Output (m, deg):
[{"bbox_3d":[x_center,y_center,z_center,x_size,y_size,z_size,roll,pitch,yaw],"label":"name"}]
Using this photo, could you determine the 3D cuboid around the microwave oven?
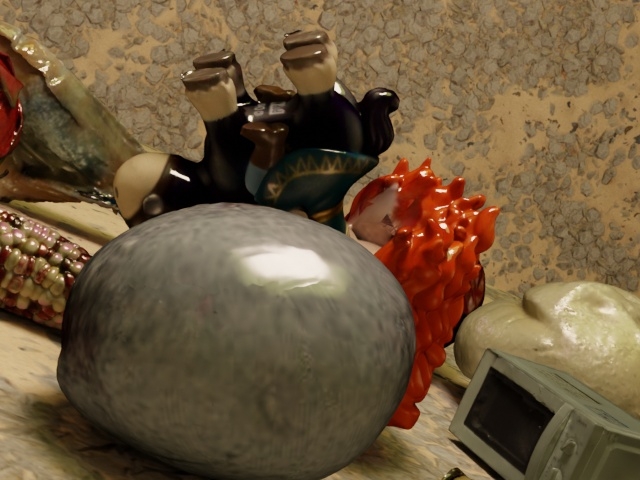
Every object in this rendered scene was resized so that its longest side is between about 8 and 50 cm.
[{"bbox_3d":[0.272,0.230,1.195,0.162,0.122,0.208,21,8,-30],"label":"microwave oven"}]

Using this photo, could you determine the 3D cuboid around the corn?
[{"bbox_3d":[-0.248,0.046,1.006,0.281,0.092,0.092,28,6,-7],"label":"corn"}]

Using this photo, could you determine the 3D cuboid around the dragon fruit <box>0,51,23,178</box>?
[{"bbox_3d":[-0.463,-0.138,1.235,0.234,0.234,0.293,17,50,-45],"label":"dragon fruit"}]

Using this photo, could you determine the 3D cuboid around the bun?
[{"bbox_3d":[0.373,0.169,1.470,0.365,0.219,0.365,29,-4,2],"label":"bun"}]

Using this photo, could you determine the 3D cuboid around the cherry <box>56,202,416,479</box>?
[{"bbox_3d":[-0.057,0.081,0.830,0.296,0.218,0.255,5,19,-29],"label":"cherry"}]

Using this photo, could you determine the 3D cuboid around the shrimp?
[{"bbox_3d":[-0.369,-0.118,1.427,0.446,0.221,0.110,40,8,-21],"label":"shrimp"}]

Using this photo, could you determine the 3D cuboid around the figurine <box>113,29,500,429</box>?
[{"bbox_3d":[-0.011,-0.004,1.032,0.412,0.306,0.241,45,3,-22],"label":"figurine"}]

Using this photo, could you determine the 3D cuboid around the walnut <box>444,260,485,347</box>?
[{"bbox_3d":[0.136,0.056,1.552,0.222,0.243,0.269,21,10,9],"label":"walnut"}]

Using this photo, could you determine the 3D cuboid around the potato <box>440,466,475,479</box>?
[{"bbox_3d":[0.137,0.244,0.866,0.103,0.066,0.096,29,11,23],"label":"potato"}]
